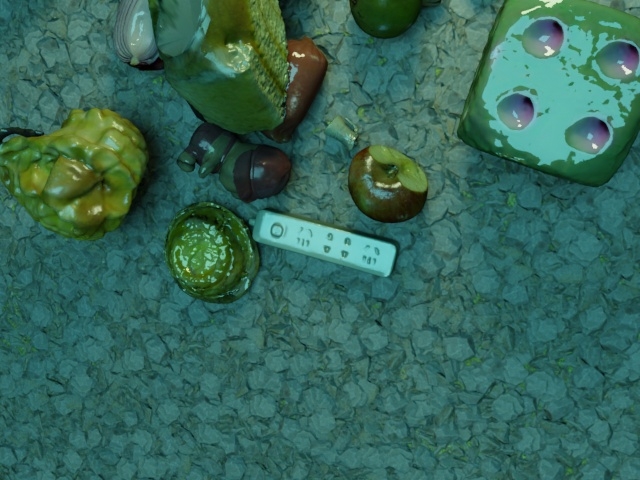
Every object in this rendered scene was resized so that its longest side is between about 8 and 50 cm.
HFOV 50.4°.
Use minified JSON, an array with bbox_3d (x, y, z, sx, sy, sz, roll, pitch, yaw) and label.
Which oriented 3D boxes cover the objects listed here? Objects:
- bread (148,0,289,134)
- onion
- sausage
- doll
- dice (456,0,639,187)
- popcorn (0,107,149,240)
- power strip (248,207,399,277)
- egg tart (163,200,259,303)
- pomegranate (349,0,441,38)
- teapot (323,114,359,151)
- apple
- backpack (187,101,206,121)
[{"bbox_3d":[-0.222,-0.429,1.443,0.240,0.264,0.394,-10,90,21],"label":"bread"},{"bbox_3d":[-0.391,-0.549,1.646,0.227,0.120,0.283,24,107,35],"label":"onion"},{"bbox_3d":[-0.077,-0.358,1.598,0.148,0.148,0.254,31,100,8],"label":"sausage"},{"bbox_3d":[-0.201,-0.181,1.639,0.256,0.196,0.152,24,140,12],"label":"doll"},{"bbox_3d":[0.472,-0.303,1.376,0.331,0.318,0.322,19,103,10],"label":"dice"},{"bbox_3d":[-0.608,-0.174,1.659,0.382,0.349,0.349,24,108,-29],"label":"popcorn"},{"bbox_3d":[0.000,0.000,1.683,0.386,0.062,0.091,15,100,11],"label":"power strip"},{"bbox_3d":[-0.291,0.038,1.748,0.279,0.095,0.278,3,102,14],"label":"egg tart"},{"bbox_3d":[0.165,-0.531,1.496,0.211,0.179,0.179,13,103,0],"label":"pomegranate"},{"bbox_3d":[0.057,-0.258,1.631,0.083,0.057,0.067,42,78,-1],"label":"teapot"},{"bbox_3d":[0.150,-0.124,1.565,0.195,0.173,0.160,39,104,9],"label":"apple"},{"bbox_3d":[-0.287,-0.377,1.670,0.120,0.106,0.165,-17,112,-5],"label":"backpack"}]
